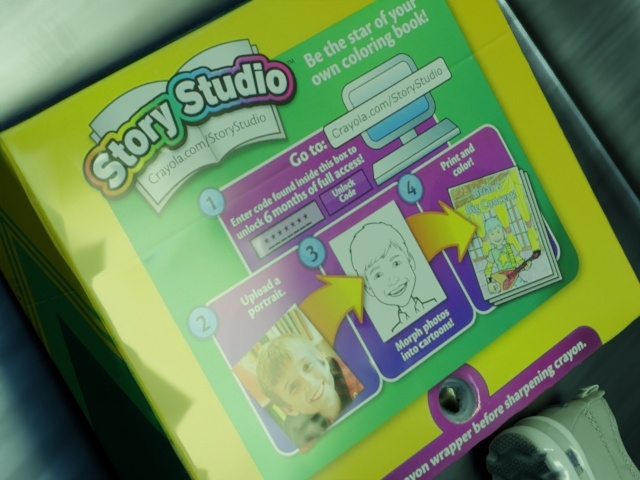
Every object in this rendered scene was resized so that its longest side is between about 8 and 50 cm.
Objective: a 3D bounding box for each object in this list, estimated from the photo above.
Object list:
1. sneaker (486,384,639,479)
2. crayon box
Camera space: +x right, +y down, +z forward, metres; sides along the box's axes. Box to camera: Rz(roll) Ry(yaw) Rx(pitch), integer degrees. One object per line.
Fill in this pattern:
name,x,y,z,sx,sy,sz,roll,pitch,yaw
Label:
sneaker,0.230,0.237,1.210,0.115,0.105,0.281,-34,109,-35
crayon box,0.000,0.000,1.048,0.363,0.106,0.313,-33,97,-31
